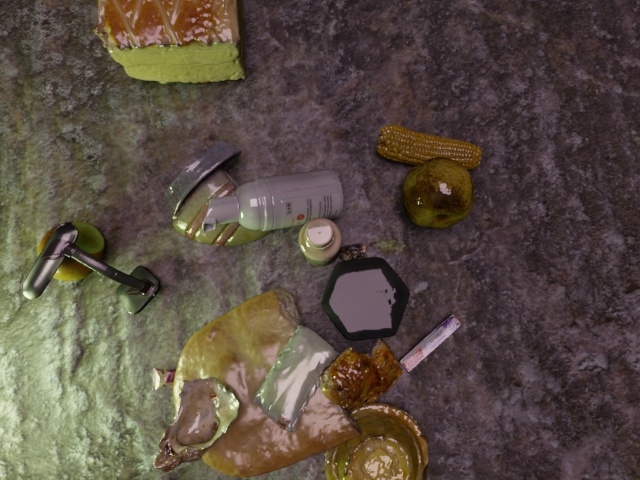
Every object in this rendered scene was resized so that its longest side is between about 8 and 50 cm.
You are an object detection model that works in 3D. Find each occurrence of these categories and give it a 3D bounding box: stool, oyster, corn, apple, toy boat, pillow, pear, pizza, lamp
[{"bbox_3d":[0.116,0.156,1.183,0.232,0.141,0.232,0,81,1],"label":"stool"},{"bbox_3d":[-0.298,0.448,1.070,0.161,0.107,0.233,34,80,28],"label":"oyster"},{"bbox_3d":[0.313,-0.256,1.271,0.312,0.102,0.102,13,81,1],"label":"corn"},{"bbox_3d":[-0.678,0.031,1.209,0.146,0.147,0.163,43,82,6],"label":"apple"},{"bbox_3d":[-0.301,-0.103,1.253,0.276,0.111,0.294,-26,91,4],"label":"toy boat"},{"bbox_3d":[0.093,0.034,1.264,0.083,0.019,0.054,-19,81,-2],"label":"oyster"},{"bbox_3d":[-0.059,0.329,1.074,0.128,0.051,0.229,29,77,16],"label":"pillow"},{"bbox_3d":[0.317,-0.135,1.205,0.197,0.197,0.197,0,81,1],"label":"pear"},{"bbox_3d":[0.117,0.338,1.101,0.085,0.305,0.161,20,102,45],"label":"pizza"},{"bbox_3d":[-0.586,0.114,1.144,0.203,0.283,0.124,-51,46,-5],"label":"lamp"}]

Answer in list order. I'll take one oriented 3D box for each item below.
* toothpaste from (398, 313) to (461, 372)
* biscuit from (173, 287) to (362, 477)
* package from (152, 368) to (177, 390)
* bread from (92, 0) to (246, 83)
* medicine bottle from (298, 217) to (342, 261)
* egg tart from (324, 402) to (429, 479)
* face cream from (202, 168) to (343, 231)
[{"bbox_3d":[0.301,0.282,1.213,0.196,0.040,0.047,-40,80,-5],"label":"toothpaste"},{"bbox_3d":[-0.177,0.373,1.151,0.446,0.104,0.429,-22,76,2],"label":"biscuit"},{"bbox_3d":[-0.416,0.379,1.209,0.083,0.029,0.059,1,75,-10],"label":"package"},{"bbox_3d":[-0.407,-0.659,1.254,0.371,0.279,0.390,-6,81,-2],"label":"bread"},{"bbox_3d":[0.000,0.000,1.153,0.114,0.252,0.114,0,80,1],"label":"medicine bottle"},{"bbox_3d":[0.149,0.570,1.131,0.290,0.115,0.290,0,82,-1],"label":"egg tart"},{"bbox_3d":[-0.134,-0.100,1.173,0.369,0.145,0.145,-9,80,-20],"label":"face cream"}]
